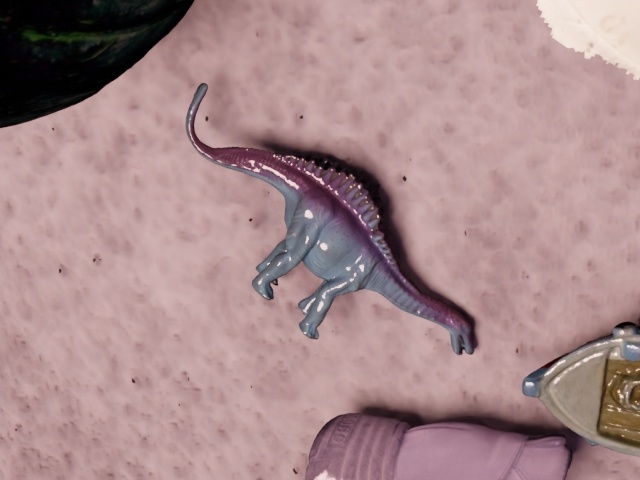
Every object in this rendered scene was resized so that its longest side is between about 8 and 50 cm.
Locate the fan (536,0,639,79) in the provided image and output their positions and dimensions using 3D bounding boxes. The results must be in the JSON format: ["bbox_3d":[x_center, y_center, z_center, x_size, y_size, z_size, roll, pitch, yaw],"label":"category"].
[{"bbox_3d":[0.191,-0.249,0.516,0.233,0.012,0.415,5,113,17],"label":"fan"}]

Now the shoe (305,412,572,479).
[{"bbox_3d":[0.080,0.206,0.675,0.137,0.095,0.245,-7,100,25],"label":"shoe"}]

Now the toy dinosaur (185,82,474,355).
[{"bbox_3d":[0.000,0.000,0.659,0.197,0.045,0.080,42,104,-6],"label":"toy dinosaur"}]

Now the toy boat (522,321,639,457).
[{"bbox_3d":[0.184,0.079,0.611,0.172,0.059,0.069,10,112,16],"label":"toy boat"}]

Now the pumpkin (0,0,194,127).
[{"bbox_3d":[-0.146,-0.199,0.537,0.315,0.238,0.315,9,104,41],"label":"pumpkin"}]
